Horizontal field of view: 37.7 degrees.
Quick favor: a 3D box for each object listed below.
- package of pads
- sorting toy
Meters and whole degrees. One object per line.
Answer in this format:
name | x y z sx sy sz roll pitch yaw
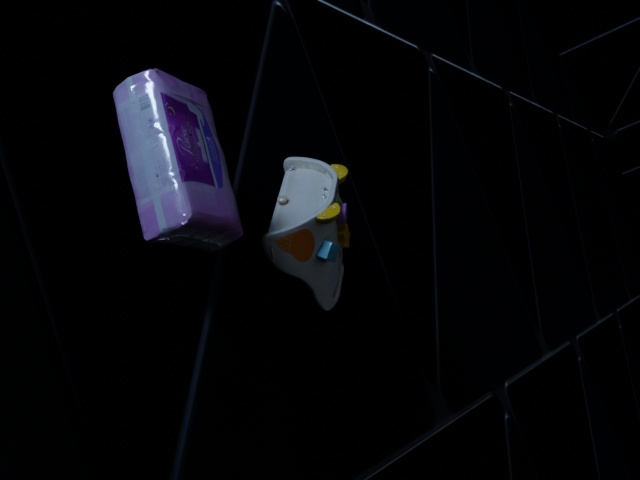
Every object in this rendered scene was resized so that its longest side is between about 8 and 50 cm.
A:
package of pads | -0.070 -0.037 0.455 0.050 0.032 0.083 15 56 -62
sorting toy | 0.000 0.000 0.570 0.083 0.044 0.075 -78 158 -52
